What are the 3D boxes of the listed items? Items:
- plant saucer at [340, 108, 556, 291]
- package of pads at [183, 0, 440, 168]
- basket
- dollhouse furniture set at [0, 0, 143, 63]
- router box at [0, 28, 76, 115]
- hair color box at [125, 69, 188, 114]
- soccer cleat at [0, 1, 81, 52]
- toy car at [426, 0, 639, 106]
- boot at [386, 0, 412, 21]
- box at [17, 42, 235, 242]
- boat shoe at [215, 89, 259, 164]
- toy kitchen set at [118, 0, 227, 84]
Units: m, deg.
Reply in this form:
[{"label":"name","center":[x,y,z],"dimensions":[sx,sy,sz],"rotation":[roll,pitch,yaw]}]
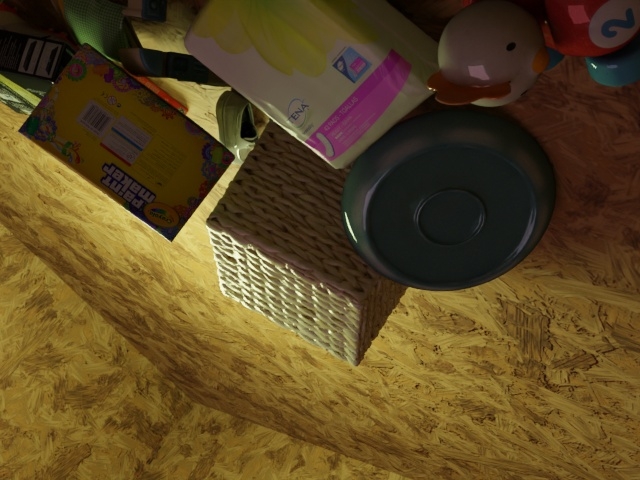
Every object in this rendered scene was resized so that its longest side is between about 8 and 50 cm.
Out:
[{"label":"plant saucer","center":[0.189,-0.042,1.343],"dimensions":[0.318,0.043,0.317],"rotation":[-1,125,-1]},{"label":"package of pads","center":[-0.013,-0.250,1.210],"dimensions":[0.297,0.101,0.229],"rotation":[38,142,-11]},{"label":"basket","center":[0.000,0.000,1.625],"dimensions":[0.331,0.266,0.328],"rotation":[29,156,15]},{"label":"dollhouse furniture set","center":[-0.437,-0.376,1.557],"dimensions":[0.198,0.151,0.301],"rotation":[32,159,30]},{"label":"router box","center":[-0.542,-0.308,1.769],"dimensions":[0.243,0.080,0.309],"rotation":[13,171,12]},{"label":"hair color box","center":[-0.333,-0.271,1.795],"dimensions":[0.141,0.043,0.072],"rotation":[36,155,-8]},{"label":"soccer cleat","center":[-0.574,-0.387,1.812],"dimensions":[0.248,0.095,0.083],"rotation":[32,156,4]},{"label":"toy car","center":[0.216,-0.215,0.973],"dimensions":[0.210,0.238,0.219],"rotation":[19,153,38]},{"label":"boot","center":[0.001,-0.326,1.241],"dimensions":[0.209,0.076,0.190],"rotation":[34,143,-19]},{"label":"box","center":[-0.309,-0.160,1.542],"dimensions":[0.290,0.177,0.279],"rotation":[37,180,-7]},{"label":"boat shoe","center":[-0.144,-0.199,1.683],"dimensions":[0.063,0.066,0.184],"rotation":[25,145,20]},{"label":"toy kitchen set","center":[-0.199,-0.337,1.465],"dimensions":[0.122,0.166,0.207],"rotation":[10,-172,43]}]
